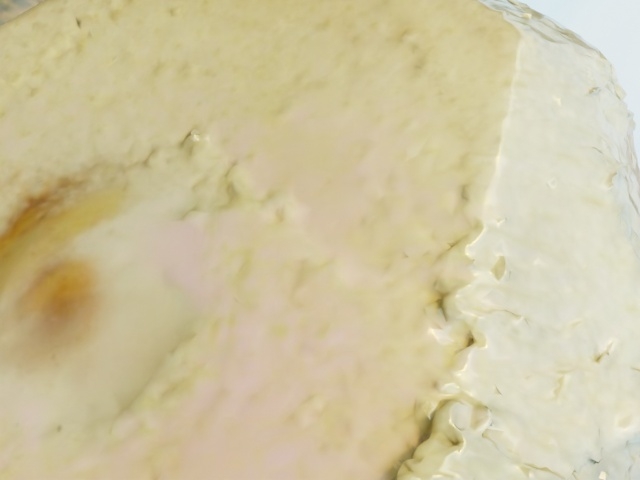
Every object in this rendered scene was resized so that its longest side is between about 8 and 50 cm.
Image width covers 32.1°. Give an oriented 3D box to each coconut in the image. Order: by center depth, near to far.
[{"bbox_3d":[-0.017,0.094,0.526,0.404,0.405,0.404,-156,-90,-82],"label":"coconut"}]
